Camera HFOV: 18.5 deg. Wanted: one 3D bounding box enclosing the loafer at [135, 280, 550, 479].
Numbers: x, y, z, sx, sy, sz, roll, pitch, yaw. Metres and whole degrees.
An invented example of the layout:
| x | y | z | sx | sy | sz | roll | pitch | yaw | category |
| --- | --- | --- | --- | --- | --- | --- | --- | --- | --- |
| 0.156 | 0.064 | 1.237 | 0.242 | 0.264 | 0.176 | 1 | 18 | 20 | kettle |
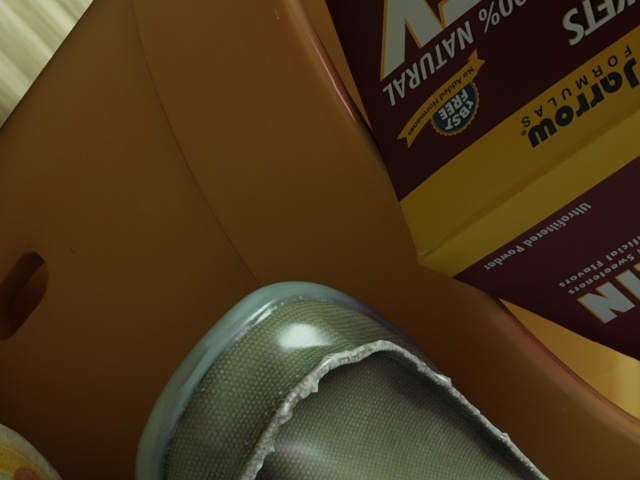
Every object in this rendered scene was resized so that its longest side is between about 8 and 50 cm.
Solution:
| x | y | z | sx | sy | sz | roll | pitch | yaw | category |
| --- | --- | --- | --- | --- | --- | --- | --- | --- | --- |
| 0.045 | 0.099 | 0.556 | 0.087 | 0.094 | 0.251 | 23 | -15 | 46 | loafer |

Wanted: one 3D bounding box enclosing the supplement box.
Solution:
| x | y | z | sx | sy | sz | roll | pitch | yaw | category |
| --- | --- | --- | --- | --- | --- | --- | --- | --- | --- |
| 0.104 | -0.079 | 0.622 | 0.191 | 0.129 | 0.194 | 23 | 40 | -48 | supplement box |

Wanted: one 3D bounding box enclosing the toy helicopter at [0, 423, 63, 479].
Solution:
| x | y | z | sx | sy | sz | roll | pitch | yaw | category |
| --- | --- | --- | --- | --- | --- | --- | --- | --- | --- |
| -0.145 | 0.119 | 0.427 | 0.235 | 0.140 | 0.355 | 61 | 24 | 7 | toy helicopter |

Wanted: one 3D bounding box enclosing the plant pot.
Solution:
| x | y | z | sx | sy | sz | roll | pitch | yaw | category |
| --- | --- | --- | --- | --- | --- | --- | --- | --- | --- |
| 0.000 | 0.000 | 0.733 | 0.291 | 0.203 | 0.291 | 40 | 29 | -28 | plant pot |
